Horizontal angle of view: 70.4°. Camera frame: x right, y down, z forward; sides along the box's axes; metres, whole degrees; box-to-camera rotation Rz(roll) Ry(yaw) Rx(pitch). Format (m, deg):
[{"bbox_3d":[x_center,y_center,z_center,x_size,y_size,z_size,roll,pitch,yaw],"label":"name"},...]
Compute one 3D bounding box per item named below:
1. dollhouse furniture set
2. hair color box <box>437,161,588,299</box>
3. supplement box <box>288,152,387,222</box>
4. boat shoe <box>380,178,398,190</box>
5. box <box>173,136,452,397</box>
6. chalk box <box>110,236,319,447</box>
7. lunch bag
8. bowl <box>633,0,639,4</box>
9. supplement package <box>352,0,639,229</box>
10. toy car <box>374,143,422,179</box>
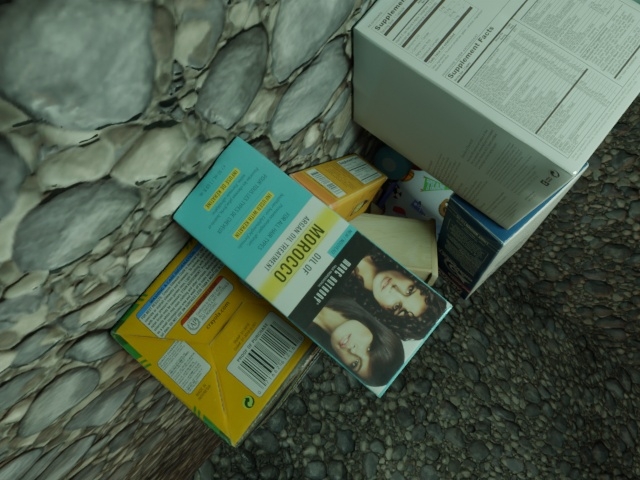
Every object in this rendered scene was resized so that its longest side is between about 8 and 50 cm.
[{"bbox_3d":[0.106,0.103,0.923,0.356,0.173,0.304,95,1,-59],"label":"dollhouse furniture set"},{"bbox_3d":[0.295,-0.025,0.780,0.173,0.105,0.347,-41,159,-7],"label":"hair color box"},{"bbox_3d":[0.020,-0.069,0.688,0.078,0.080,0.233,-57,166,29],"label":"supplement box"},{"bbox_3d":[0.175,-0.158,1.093,0.142,0.040,0.049,-40,164,-43],"label":"boat shoe"},{"bbox_3d":[-0.010,0.020,0.418,0.101,0.244,0.060,-51,169,0],"label":"box"},{"bbox_3d":[-0.084,0.110,0.591,0.180,0.179,0.289,-51,169,-8],"label":"chalk box"},{"bbox_3d":[0.403,-0.142,1.317,0.385,0.327,0.239,-43,170,-32],"label":"lunch bag"},{"bbox_3d":[0.378,-0.419,0.557,0.311,0.312,0.163,-45,-174,-29],"label":"bowl"},{"bbox_3d":[0.199,-0.187,0.541,0.198,0.262,0.199,-50,168,-8],"label":"supplement package"},{"bbox_3d":[0.271,-0.168,0.870,0.219,0.238,0.210,-45,180,-35],"label":"toy car"}]
